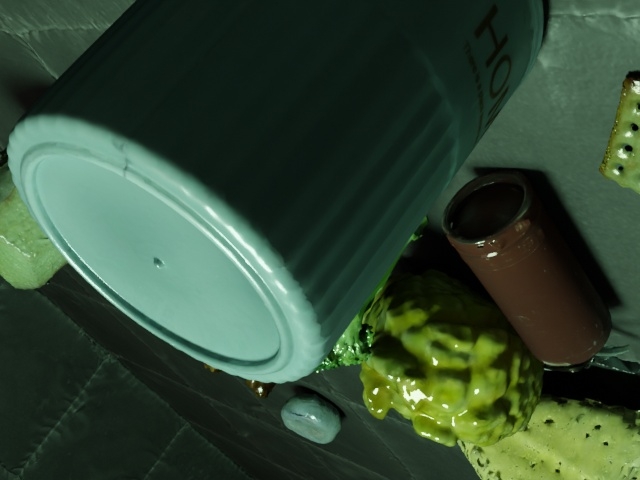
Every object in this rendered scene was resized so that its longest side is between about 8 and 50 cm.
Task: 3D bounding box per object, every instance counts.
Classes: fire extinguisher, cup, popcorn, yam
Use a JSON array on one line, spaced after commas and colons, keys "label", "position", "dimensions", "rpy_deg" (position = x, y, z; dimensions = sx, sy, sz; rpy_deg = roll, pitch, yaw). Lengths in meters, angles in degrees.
[{"label": "fire extinguisher", "position": [0.228, 0.052, 0.902], "dimensions": [0.104, 0.105, 0.269], "rpy_deg": [9, 146, 49]}, {"label": "cup", "position": [-0.041, -0.080, 0.664], "dimensions": [0.257, 0.311, 0.331], "rpy_deg": [42, 150, -9]}, {"label": "popcorn", "position": [0.155, 0.137, 1.052], "dimensions": [0.225, 0.174, 0.286], "rpy_deg": [23, -175, -3]}, {"label": "yam", "position": [-0.395, -0.067, 1.340], "dimensions": [0.202, 0.271, 0.201], "rpy_deg": [52, 156, -24]}]

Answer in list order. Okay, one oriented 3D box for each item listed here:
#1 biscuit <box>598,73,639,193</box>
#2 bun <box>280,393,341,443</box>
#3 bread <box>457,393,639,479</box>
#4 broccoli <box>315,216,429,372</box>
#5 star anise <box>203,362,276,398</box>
[{"label": "biscuit", "position": [0.312, -0.046, 0.678], "dimensions": [0.203, 0.016, 0.144], "rpy_deg": [28, 158, 19]}, {"label": "bun", "position": [-0.016, 0.387, 2.001], "dimensions": [0.140, 0.083, 0.141], "rpy_deg": [21, 150, 13]}, {"label": "bread", "position": [0.323, 0.242, 1.147], "dimensions": [0.248, 0.279, 0.315], "rpy_deg": [32, -156, -44]}, {"label": "broccoli", "position": [0.000, 0.000, 0.945], "dimensions": [0.261, 0.241, 0.269], "rpy_deg": [59, -165, -24]}, {"label": "star anise", "position": [-0.149, 0.195, 1.693], "dimensions": [0.237, 0.148, 0.346], "rpy_deg": [15, 164, 33]}]
